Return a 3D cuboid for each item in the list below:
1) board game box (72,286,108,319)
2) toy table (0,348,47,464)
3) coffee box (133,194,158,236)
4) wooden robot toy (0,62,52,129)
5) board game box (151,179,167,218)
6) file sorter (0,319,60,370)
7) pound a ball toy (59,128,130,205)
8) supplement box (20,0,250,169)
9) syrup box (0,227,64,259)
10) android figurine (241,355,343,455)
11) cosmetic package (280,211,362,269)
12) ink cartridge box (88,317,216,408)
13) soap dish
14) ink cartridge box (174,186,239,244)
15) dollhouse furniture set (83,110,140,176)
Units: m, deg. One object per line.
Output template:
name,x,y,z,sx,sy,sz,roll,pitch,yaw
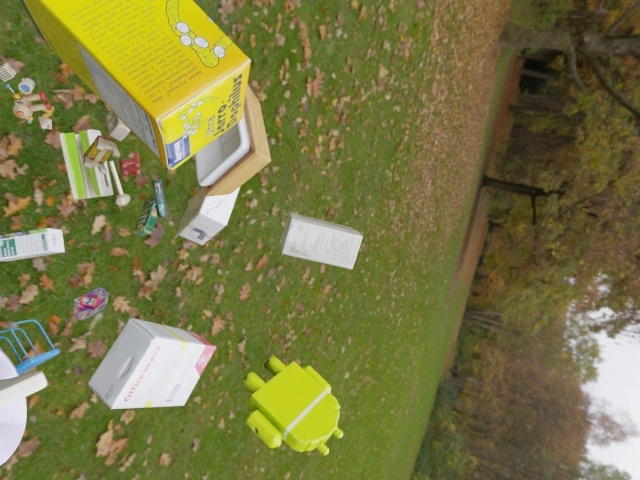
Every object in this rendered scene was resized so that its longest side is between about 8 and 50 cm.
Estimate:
board game box,-1.071,0.285,1.861,0.169,0.133,0.033,-31,145,-10
toy table,-0.585,0.273,0.646,0.252,0.161,0.274,-37,109,-31
coffee box,-0.758,-0.111,1.781,0.040,0.113,0.184,32,59,-42
wooden robot toy,-0.710,-0.330,0.973,0.079,0.077,0.173,-109,-170,-45
board game box,-0.549,-0.144,1.369,0.026,0.186,0.126,-11,102,-24
file sorter,-0.739,0.273,0.935,0.170,0.104,0.118,-31,180,-8
pound a ball toy,-0.924,-0.298,1.692,0.135,0.209,0.318,-91,173,-80
supplement box,-0.323,-0.341,0.719,0.195,0.356,0.194,-44,-179,-20
syrup box,-1.136,0.018,1.556,0.096,0.237,0.093,133,-52,-86
android figurine,-0.064,0.417,1.024,0.248,0.273,0.056,-28,148,-51
cosmetic package,0.000,0.000,1.630,0.129,0.297,0.153,-118,-136,-71
ink cartridge box,-0.632,0.481,1.567,0.279,0.161,0.384,-60,153,-8
soap dish,-0.261,-0.292,1.179,0.118,0.229,0.290,21,46,-46
ink cartridge box,-0.481,-0.116,1.695,0.119,0.354,0.207,27,60,-26
dollhouse furniture set,-0.630,-0.389,1.401,0.374,0.152,0.201,-42,143,18
